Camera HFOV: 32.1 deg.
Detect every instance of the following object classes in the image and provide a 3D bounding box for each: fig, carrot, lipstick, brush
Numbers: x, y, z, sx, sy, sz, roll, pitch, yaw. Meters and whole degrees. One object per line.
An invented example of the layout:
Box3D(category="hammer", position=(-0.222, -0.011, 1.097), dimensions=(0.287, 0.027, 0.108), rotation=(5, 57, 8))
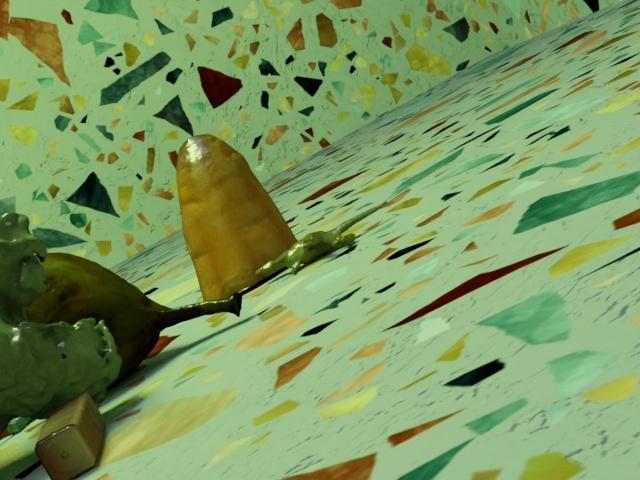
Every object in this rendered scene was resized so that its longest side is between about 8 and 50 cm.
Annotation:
Box3D(category="fig", position=(-0.251, 0.112, 1.302), dimensions=(0.290, 0.190, 0.190), rotation=(13, 24, 19))
Box3D(category="carrot", position=(-0.134, -0.041, 1.551), dimensions=(0.159, 0.225, 0.159), rotation=(-23, 7, 3))
Box3D(category="lipstick", position=(-0.231, 0.181, 1.035), dimensions=(0.045, 0.045, 0.145), rotation=(-31, 8, -5))
Box3D(category="brush", position=(-0.379, 0.229, 1.353), dimensions=(0.021, 0.018, 0.083), rotation=(-15, 10, 21))

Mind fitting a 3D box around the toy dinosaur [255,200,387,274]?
Box3D(category="toy dinosaur", position=(0.000, 0.000, 1.462), dimensions=(0.162, 0.039, 0.126), rotation=(-32, 7, -37))

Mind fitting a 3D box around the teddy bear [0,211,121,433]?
Box3D(category="teddy bear", position=(-0.440, 0.074, 1.177), dimensions=(0.357, 0.367, 0.224), rotation=(-33, -25, 9))
